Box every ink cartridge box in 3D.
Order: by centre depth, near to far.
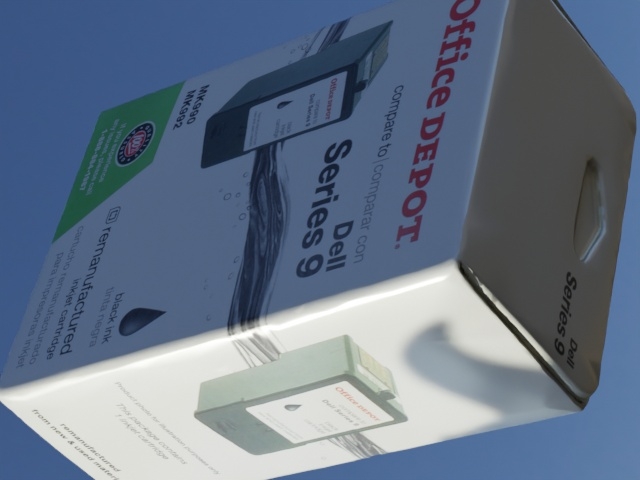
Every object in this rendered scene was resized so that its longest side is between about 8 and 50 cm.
[{"bbox_3d":[0.000,0.000,0.926,0.121,0.289,0.211,46,-138,-34],"label":"ink cartridge box"}]
